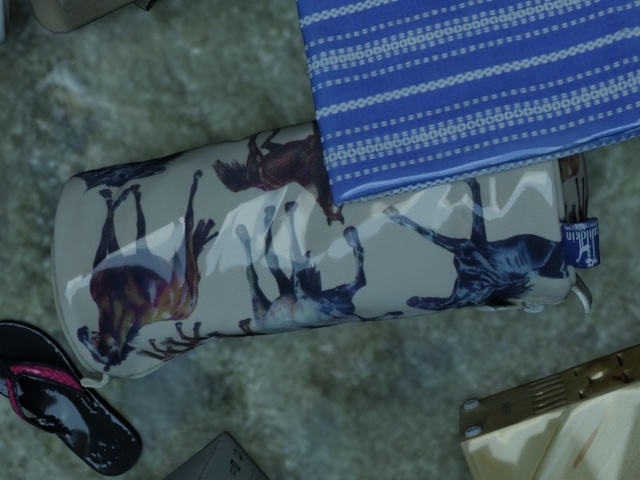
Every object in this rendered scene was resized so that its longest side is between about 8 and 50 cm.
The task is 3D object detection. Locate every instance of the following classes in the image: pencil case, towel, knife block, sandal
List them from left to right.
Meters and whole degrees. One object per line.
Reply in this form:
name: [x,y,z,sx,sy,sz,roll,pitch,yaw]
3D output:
sandal: [-0.226,0.134,1.137,0.179,0.040,0.067,42,104,-4]
pencil case: [0.000,0.000,1.021,0.410,0.160,0.183,-11,90,8]
towel: [0.095,-0.208,0.951,0.243,0.040,0.336,-13,73,10]
knife block: [0.214,0.231,1.088,0.275,0.088,0.242,-21,100,10]

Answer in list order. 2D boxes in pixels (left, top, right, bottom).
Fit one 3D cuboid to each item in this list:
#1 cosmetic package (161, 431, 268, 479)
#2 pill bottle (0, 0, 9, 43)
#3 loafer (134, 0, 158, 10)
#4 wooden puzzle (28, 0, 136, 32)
cosmetic package: [-0.043,0.369,1.113,0.197,0.155,0.365,-40,94,12]
pill bottle: [-0.326,-0.201,1.004,0.180,0.108,0.108,-1,103,-10]
loafer: [-0.098,-0.229,1.036,0.148,0.056,0.050,-30,99,22]
wooden puzzle: [-0.188,-0.270,0.969,0.044,0.238,0.221,-25,101,-26]
